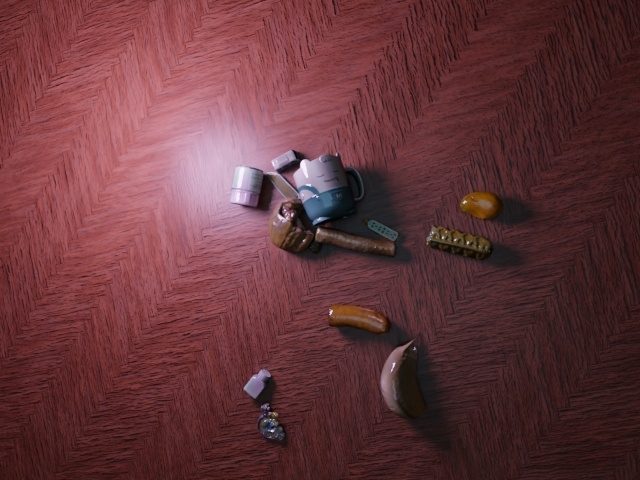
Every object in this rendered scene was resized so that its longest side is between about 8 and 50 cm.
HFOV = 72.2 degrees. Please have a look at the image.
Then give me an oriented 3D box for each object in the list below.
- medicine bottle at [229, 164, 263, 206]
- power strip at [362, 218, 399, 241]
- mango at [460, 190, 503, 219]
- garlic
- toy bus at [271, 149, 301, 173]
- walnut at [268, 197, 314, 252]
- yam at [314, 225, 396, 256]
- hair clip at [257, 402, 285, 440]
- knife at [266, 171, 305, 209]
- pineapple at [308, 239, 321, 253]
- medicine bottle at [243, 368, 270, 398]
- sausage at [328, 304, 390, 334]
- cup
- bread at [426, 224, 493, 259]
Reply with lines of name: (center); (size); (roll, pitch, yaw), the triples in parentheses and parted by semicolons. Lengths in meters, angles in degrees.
medicine bottle: (-0.331, -0.239, 1.956); (0.135, 0.135, 0.169); (10, 89, 10)
power strip: (0.259, -0.050, 1.901); (0.178, 0.028, 0.049); (29, 94, 10)
mango: (0.667, -0.149, 1.805); (0.164, 0.089, 0.115); (26, 102, 13)
garlic: (0.340, 0.569, 1.834); (0.196, 0.151, 0.339); (-2, 80, -17)
toy bus: (-0.155, -0.356, 1.958); (0.122, 0.075, 0.060); (-26, 84, 9)
walnut: (-0.151, -0.060, 1.898); (0.204, 0.141, 0.238); (-25, 76, 28)
yam: (0.151, 0.005, 1.873); (0.356, 0.081, 0.081); (11, 90, 1)
hair clip: (-0.228, 0.815, 1.956); (0.116, 0.049, 0.172); (-12, 95, 23)
knife: (-0.120, -0.192, 1.969); (0.343, 0.027, 0.061); (46, 111, 6)
pineapple: (0.000, 0.000, 1.939); (0.058, 0.058, 0.124); (43, 83, 8)
medicine bottle: (-0.278, 0.636, 1.960); (0.074, 0.055, 0.118); (37, 96, 10)
sausage: (0.166, 0.337, 1.872); (0.270, 0.109, 0.109); (10, 90, 11)
cup: (0.048, -0.219, 1.862); (0.289, 0.219, 0.258); (-17, 84, -24)
bread: (0.577, 0.012, 1.813); (0.269, 0.087, 0.098); (14, 87, 9)
